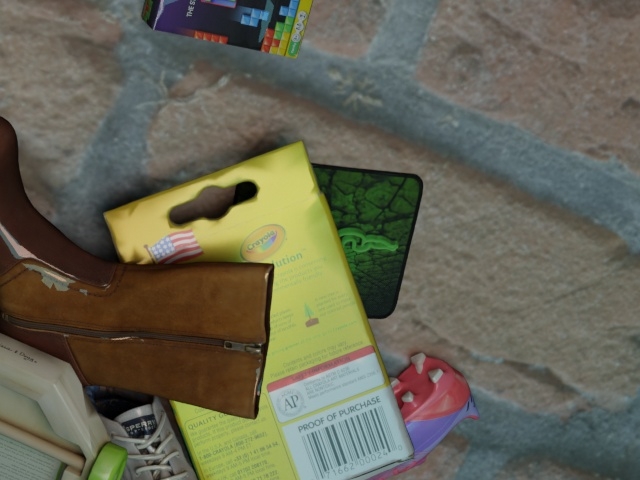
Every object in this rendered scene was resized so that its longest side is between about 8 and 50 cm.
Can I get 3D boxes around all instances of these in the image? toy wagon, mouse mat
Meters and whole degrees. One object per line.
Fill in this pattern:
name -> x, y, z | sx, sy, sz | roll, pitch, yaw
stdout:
toy wagon -> -0.328, 0.233, 1.770 | 0.267, 0.068, 0.344 | 24, 119, 5
mouse mat -> 0.000, 0.000, 1.888 | 0.190, 0.007, 0.152 | 5, 109, -20

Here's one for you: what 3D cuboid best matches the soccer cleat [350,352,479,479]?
soccer cleat -> 0.049, 0.216, 1.951 | 0.248, 0.083, 0.095 | -40, 122, -4

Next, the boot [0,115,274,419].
boot -> -0.181, 0.023, 1.705 | 0.280, 0.096, 0.264 | 6, 108, 13

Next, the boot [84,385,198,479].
boot -> -0.159, 0.211, 1.775 | 0.095, 0.258, 0.123 | -17, 112, -25

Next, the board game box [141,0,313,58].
board game box -> -0.069, -0.258, 1.739 | 0.141, 0.048, 0.170 | 8, 107, -23

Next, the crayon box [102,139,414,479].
crayon box -> -0.059, 0.083, 1.826 | 0.202, 0.081, 0.318 | -20, 101, -7
